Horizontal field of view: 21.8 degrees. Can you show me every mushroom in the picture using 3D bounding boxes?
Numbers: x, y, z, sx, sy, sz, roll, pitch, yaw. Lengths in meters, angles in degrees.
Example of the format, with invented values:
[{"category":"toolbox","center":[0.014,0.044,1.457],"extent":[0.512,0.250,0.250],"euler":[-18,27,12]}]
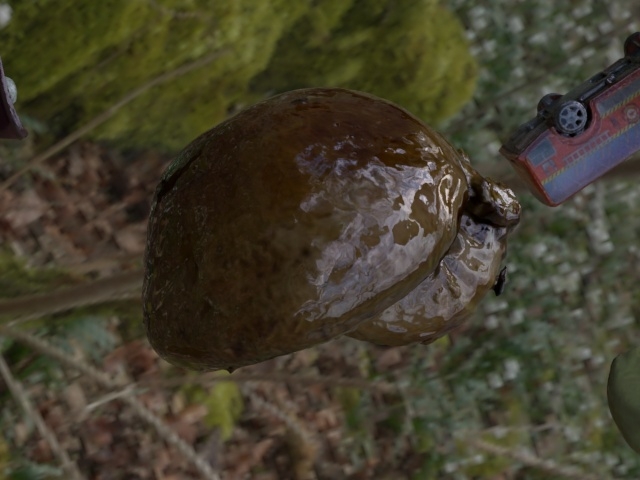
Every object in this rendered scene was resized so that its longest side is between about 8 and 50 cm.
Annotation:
[{"category":"mushroom","center":[0.004,-0.012,1.205],"extent":[0.283,0.263,0.195],"euler":[-5,88,-26]}]

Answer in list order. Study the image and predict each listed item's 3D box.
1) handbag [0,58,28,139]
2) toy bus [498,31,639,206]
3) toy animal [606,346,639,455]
[{"category":"handbag","center":[-0.334,-0.187,1.463],"extent":[0.074,0.216,0.203],"euler":[-21,117,-17]},{"category":"toy bus","center":[0.237,-0.105,1.320],"extent":[0.192,0.065,0.077],"euler":[-34,106,-1]},{"category":"toy animal","center":[0.184,0.017,0.615],"extent":[0.101,0.103,0.218],"euler":[63,36,-37]}]
